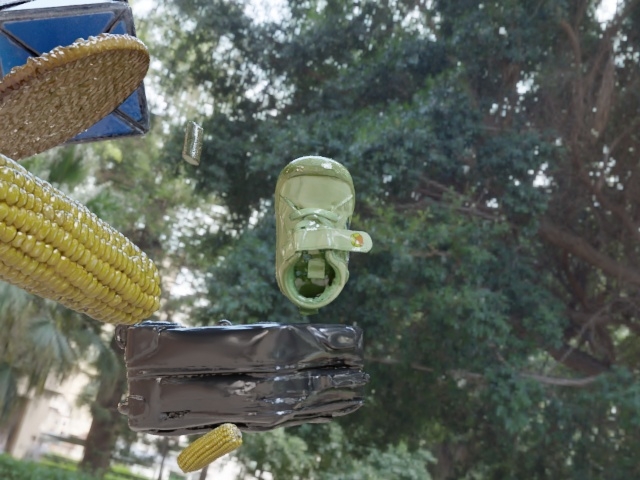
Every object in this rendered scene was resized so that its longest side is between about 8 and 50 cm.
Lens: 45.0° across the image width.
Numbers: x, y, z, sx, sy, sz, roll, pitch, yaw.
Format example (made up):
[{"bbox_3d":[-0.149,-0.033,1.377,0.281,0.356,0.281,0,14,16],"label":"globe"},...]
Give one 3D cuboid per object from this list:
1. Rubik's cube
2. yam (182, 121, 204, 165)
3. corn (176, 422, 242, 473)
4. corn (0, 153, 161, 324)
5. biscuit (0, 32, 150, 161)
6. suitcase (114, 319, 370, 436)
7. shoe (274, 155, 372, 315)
[{"bbox_3d":[-0.466,-0.337,1.439,0.259,0.255,0.260,-8,-60,-16],"label":"Rubik's cube"},{"bbox_3d":[-0.280,-0.212,1.693,0.043,0.094,0.043,5,-19,2],"label":"yam"},{"bbox_3d":[-0.136,0.255,0.946,0.092,0.037,0.037,-34,-37,12],"label":"corn"},{"bbox_3d":[-0.273,-0.001,0.753,0.115,0.115,0.318,-2,-25,33],"label":"corn"},{"bbox_3d":[-0.373,-0.197,1.080,0.038,0.305,0.305,57,-28,1],"label":"biscuit"},{"bbox_3d":[-0.106,0.206,1.229,0.339,0.188,0.345,-6,-11,23],"label":"suitcase"},{"bbox_3d":[-0.001,-0.003,1.256,0.140,0.262,0.128,-1,27,-23],"label":"shoe"}]
